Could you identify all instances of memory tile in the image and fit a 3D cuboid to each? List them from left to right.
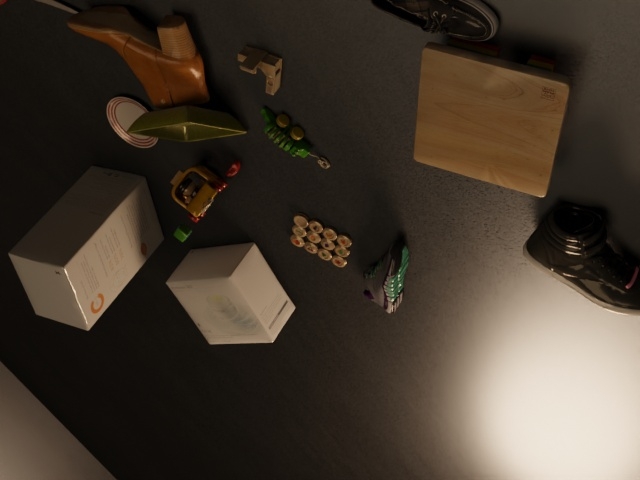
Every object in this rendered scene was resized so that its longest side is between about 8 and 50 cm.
[{"bbox_3d":[0.000,0.000,2.217,0.148,0.012,0.113,26,140,9],"label":"memory tile"}]

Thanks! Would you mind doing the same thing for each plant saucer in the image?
[{"bbox_3d":[-0.287,-0.253,2.060,0.188,0.188,0.045,-3,86,36],"label":"plant saucer"}]

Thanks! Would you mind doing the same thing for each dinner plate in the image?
[{"bbox_3d":[-0.433,-0.277,2.221,0.141,0.017,0.141,18,139,17],"label":"dinner plate"}]

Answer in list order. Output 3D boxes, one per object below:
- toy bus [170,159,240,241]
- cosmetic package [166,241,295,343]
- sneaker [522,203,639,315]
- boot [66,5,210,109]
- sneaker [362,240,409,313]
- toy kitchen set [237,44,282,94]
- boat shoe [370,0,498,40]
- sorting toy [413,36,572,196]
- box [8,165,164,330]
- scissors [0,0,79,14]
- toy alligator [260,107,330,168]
[{"bbox_3d":[-0.283,-0.114,2.149,0.104,0.191,0.202,37,141,-5],"label":"toy bus"},{"bbox_3d":[-0.226,0.137,2.412,0.224,0.138,0.225,-7,125,38],"label":"cosmetic package"},{"bbox_3d":[0.538,0.036,1.818,0.296,0.104,0.147,27,146,14],"label":"sneaker"},{"bbox_3d":[-0.383,-0.376,2.018,0.295,0.104,0.211,10,135,20],"label":"boot"},{"bbox_3d":[0.136,0.075,2.151,0.098,0.083,0.224,24,141,19],"label":"sneaker"},{"bbox_3d":[-0.130,-0.333,1.919,0.083,0.068,0.075,22,140,14],"label":"toy kitchen set"},{"bbox_3d":[0.190,-0.391,1.639,0.228,0.076,0.080,28,140,7],"label":"boat shoe"},{"bbox_3d":[0.309,-0.231,1.713,0.257,0.089,0.255,18,139,17],"label":"sorting toy"},{"bbox_3d":[-0.562,0.012,2.344,0.168,0.345,0.215,13,136,23],"label":"box"},{"bbox_3d":[-0.638,-0.546,2.079,0.297,0.021,0.109,15,136,23],"label":"scissors"},{"bbox_3d":[-0.061,-0.204,2.017,0.189,0.051,0.056,42,140,-10],"label":"toy alligator"}]
